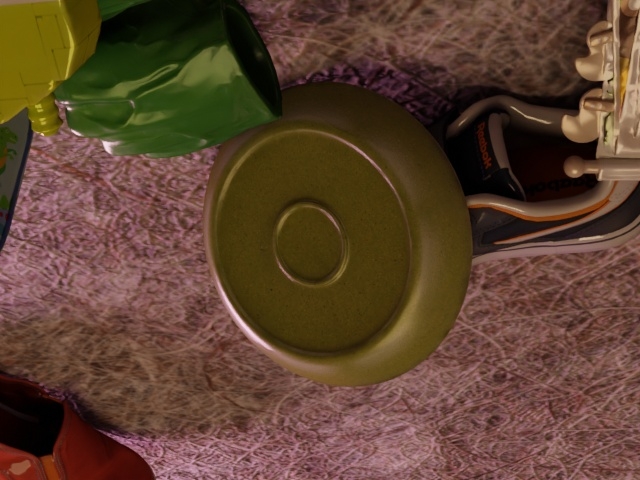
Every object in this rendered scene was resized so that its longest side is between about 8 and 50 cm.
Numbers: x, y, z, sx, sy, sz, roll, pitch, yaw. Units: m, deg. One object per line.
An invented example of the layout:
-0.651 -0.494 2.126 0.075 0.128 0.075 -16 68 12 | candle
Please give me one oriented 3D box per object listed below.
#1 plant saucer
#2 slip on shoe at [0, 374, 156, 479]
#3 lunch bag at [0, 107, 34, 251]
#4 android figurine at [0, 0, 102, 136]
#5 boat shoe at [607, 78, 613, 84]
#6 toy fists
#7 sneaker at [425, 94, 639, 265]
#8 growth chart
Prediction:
0.000 0.000 1.107 0.241 0.241 0.037 -22 179 32 | plant saucer
-0.302 0.228 1.600 0.101 0.123 0.331 -27 135 32 | slip on shoe
-0.318 -0.076 1.029 0.219 0.176 0.090 26 146 -32 | lunch bag
-0.225 -0.180 0.846 0.248 0.056 0.273 -4 119 19 | android figurine
0.309 -0.081 1.098 0.223 0.080 0.073 27 127 -31 | boat shoe
-0.140 -0.155 0.973 0.142 0.096 0.279 -17 143 14 | toy fists
0.097 -0.037 1.138 0.321 0.126 0.127 -15 150 10 | sneaker
0.262 -0.135 0.987 0.172 0.021 0.237 7 125 -5 | growth chart
